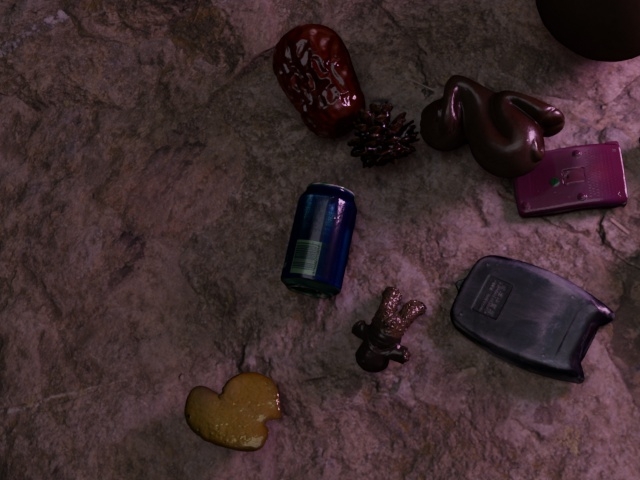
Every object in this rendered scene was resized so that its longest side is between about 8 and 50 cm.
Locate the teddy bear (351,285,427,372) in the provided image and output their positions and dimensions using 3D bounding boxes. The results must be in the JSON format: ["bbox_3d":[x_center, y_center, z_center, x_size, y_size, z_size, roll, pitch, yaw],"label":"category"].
[{"bbox_3d":[0.117,0.161,1.419,0.119,0.078,0.160,27,81,20],"label":"teddy bear"}]

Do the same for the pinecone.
[{"bbox_3d":[0.115,-0.199,1.506,0.140,0.140,0.120,-14,84,13],"label":"pinecone"}]

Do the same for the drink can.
[{"bbox_3d":[0.000,0.000,1.489,0.118,0.118,0.204,8,75,20],"label":"drink can"}]

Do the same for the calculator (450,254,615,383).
[{"bbox_3d":[0.353,0.127,1.378,0.268,0.040,0.177,23,79,28],"label":"calculator"}]

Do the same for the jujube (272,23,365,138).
[{"bbox_3d":[0.000,-0.316,1.579,0.155,0.155,0.230,-29,72,7],"label":"jujube"}]

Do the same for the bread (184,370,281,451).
[{"bbox_3d":[-0.157,0.312,1.472,0.188,0.065,0.149,12,66,24],"label":"bread"}]

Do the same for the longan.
[{"bbox_3d":[0.510,-0.456,1.376,0.298,0.297,0.297,-6,71,16],"label":"longan"}]

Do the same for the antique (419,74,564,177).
[{"bbox_3d":[0.295,-0.200,1.451,0.257,0.121,0.143,25,77,26],"label":"antique"}]

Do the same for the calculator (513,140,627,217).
[{"bbox_3d":[0.443,-0.109,1.426,0.191,0.034,0.126,-7,72,17],"label":"calculator"}]

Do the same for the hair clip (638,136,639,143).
[{"bbox_3d":[0.643,-0.112,1.309,0.083,0.048,0.275,-31,45,3],"label":"hair clip"}]
